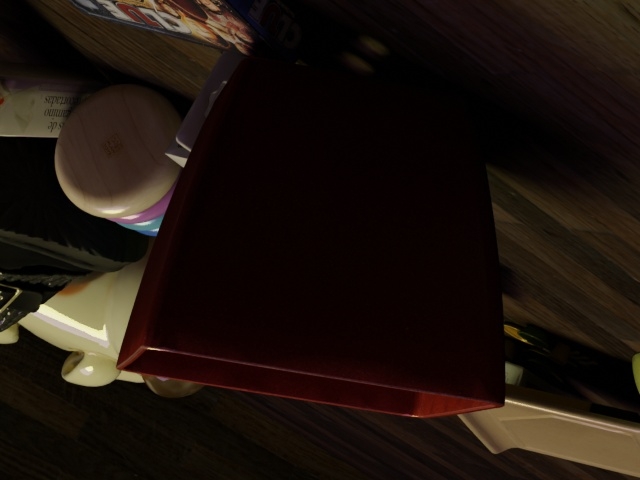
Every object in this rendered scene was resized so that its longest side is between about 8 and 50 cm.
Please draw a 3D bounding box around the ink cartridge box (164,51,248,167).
[{"bbox_3d":[-0.061,-0.090,1.661,0.060,0.104,0.180,16,164,49],"label":"ink cartridge box"}]

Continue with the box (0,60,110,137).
[{"bbox_3d":[-0.323,-0.139,1.841,0.067,0.063,0.324,23,-168,23],"label":"box"}]

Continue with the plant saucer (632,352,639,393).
[{"bbox_3d":[0.422,0.186,1.933,0.241,0.037,0.241,27,169,6],"label":"plant saucer"}]

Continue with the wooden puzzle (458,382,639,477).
[{"bbox_3d":[0.282,0.208,2.085,0.238,0.044,0.221,7,161,22],"label":"wooden puzzle"}]

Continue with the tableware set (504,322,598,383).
[{"bbox_3d":[0.240,0.126,2.120,0.104,0.024,0.154,30,169,-11],"label":"tableware set"}]

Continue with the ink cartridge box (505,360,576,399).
[{"bbox_3d":[0.177,0.159,2.271,0.232,0.066,0.189,16,172,33],"label":"ink cartridge box"}]

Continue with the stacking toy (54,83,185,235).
[{"bbox_3d":[-0.147,-0.046,2.016,0.141,0.141,0.330,22,172,26],"label":"stacking toy"}]

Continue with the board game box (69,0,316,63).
[{"bbox_3d":[-0.140,-0.211,1.460,0.243,0.042,0.165,18,166,39],"label":"board game box"}]

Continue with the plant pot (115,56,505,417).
[{"bbox_3d":[0.000,0.000,1.481,0.267,0.236,0.267,10,171,-9],"label":"plant pot"}]

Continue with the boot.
[{"bbox_3d":[-0.384,-0.010,2.020,0.260,0.131,0.348,-22,143,35],"label":"boot"}]

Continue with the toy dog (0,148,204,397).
[{"bbox_3d":[-0.259,0.033,2.344,0.408,0.285,0.395,20,156,14],"label":"toy dog"}]
